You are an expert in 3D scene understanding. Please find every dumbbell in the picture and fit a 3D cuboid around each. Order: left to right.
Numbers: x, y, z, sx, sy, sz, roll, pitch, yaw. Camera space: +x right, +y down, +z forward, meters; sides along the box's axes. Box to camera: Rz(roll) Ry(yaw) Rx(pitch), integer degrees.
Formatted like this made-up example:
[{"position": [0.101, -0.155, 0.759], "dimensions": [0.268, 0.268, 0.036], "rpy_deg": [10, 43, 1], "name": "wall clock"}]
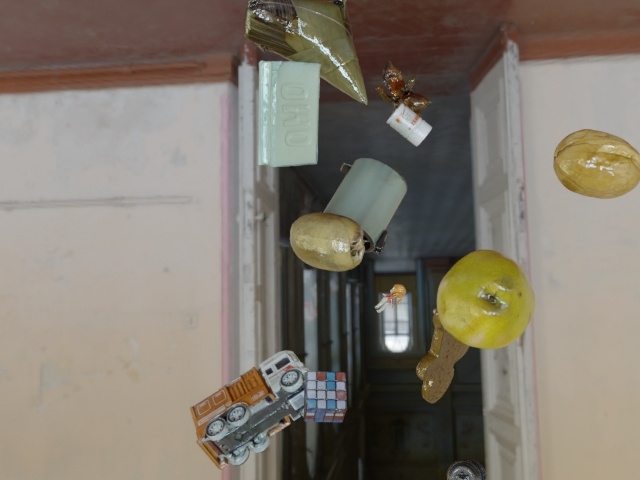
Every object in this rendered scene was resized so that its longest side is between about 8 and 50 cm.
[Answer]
[{"position": [0.418, 0.677, 1.859], "dimensions": [0.099, 0.099, 0.208], "rpy_deg": [-4, 163, 23], "name": "dumbbell"}]

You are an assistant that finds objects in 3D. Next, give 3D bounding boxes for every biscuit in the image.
[{"position": [0.406, 0.357, 2.165], "dimensions": [0.064, 0.431, 0.283], "rpy_deg": [30, -144, 35], "name": "biscuit"}]

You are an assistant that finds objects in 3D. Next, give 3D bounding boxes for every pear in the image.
[{"position": [0.459, 0.156, 1.821], "dimensions": [0.285, 0.284, 0.336], "rpy_deg": [-3, 147, 13], "name": "pear"}]

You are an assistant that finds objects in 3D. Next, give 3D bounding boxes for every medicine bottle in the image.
[{"position": [0.196, -0.257, 1.442], "dimensions": [0.089, 0.057, 0.057], "rpy_deg": [39, 169, -2], "name": "medicine bottle"}]

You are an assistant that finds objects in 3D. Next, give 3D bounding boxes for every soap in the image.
[{"position": [-0.060, -0.243, 1.255], "dimensions": [0.115, 0.198, 0.063], "rpy_deg": [-11, -161, -38], "name": "soap"}]

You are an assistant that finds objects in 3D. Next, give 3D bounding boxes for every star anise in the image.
[{"position": [0.253, -0.431, 1.995], "dimensions": [0.111, 0.212, 0.196], "rpy_deg": [-38, 162, -1], "name": "star anise"}]

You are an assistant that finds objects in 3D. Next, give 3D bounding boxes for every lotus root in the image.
[{"position": [0.000, 0.000, 1.962], "dimensions": [0.152, 0.169, 0.343], "rpy_deg": [-20, -162, -36], "name": "lotus root"}]

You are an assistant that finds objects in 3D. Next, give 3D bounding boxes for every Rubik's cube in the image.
[{"position": [0.010, 0.360, 1.500], "dimensions": [0.092, 0.092, 0.092], "rpy_deg": [2, 147, -3], "name": "Rubik's cube"}]

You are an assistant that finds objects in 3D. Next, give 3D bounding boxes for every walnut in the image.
[{"position": [0.646, -0.176, 1.517], "dimensions": [0.207, 0.159, 0.159], "rpy_deg": [11, 172, -6], "name": "walnut"}]

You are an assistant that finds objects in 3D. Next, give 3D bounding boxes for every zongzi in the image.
[{"position": [-0.037, -0.480, 1.658], "dimensions": [0.290, 0.317, 0.154], "rpy_deg": [-4, 150, -21], "name": "zongzi"}]

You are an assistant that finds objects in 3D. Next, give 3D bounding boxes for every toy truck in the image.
[{"position": [-0.197, 0.499, 1.992], "dimensions": [0.388, 0.173, 0.207], "rpy_deg": [-32, -144, -7], "name": "toy truck"}]

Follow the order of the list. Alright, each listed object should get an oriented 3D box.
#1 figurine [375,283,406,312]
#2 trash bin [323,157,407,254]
[{"position": [0.209, 0.174, 1.934], "dimensions": [0.109, 0.064, 0.047], "rpy_deg": [-40, -148, -16], "name": "figurine"}, {"position": [0.150, -0.123, 2.279], "dimensions": [0.277, 0.262, 0.217], "rpy_deg": [30, 158, 4], "name": "trash bin"}]
